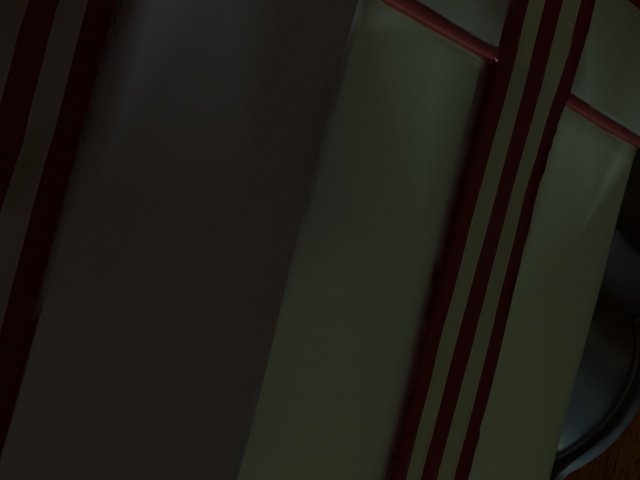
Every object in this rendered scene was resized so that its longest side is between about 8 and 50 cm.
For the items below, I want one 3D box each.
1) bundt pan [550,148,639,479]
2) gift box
[{"bbox_3d":[0.000,0.000,0.768,0.331,0.330,0.124,12,158,37],"label":"bundt pan"},{"bbox_3d":[-0.013,-0.022,0.548,0.276,0.258,0.255,13,179,27],"label":"gift box"}]
